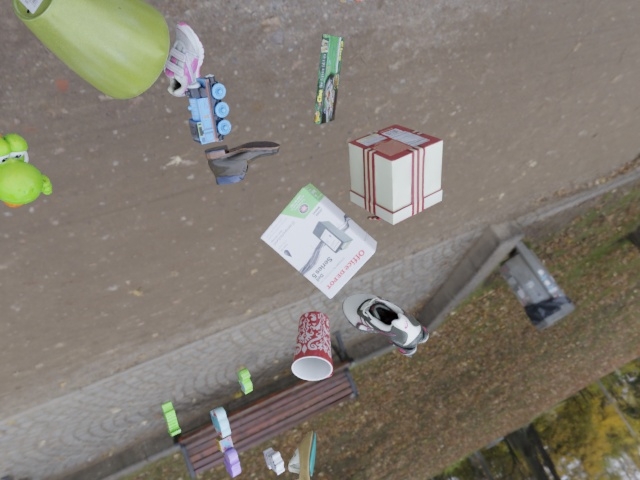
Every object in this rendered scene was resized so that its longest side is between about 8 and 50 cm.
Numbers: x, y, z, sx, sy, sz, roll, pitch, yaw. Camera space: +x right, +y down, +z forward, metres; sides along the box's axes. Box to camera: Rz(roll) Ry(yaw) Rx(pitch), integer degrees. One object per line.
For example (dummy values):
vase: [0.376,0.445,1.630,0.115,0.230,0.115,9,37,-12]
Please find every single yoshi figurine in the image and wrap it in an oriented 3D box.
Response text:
yoshi figurine: [-0.823,-0.145,1.241,0.203,0.204,0.362,35,147,-28]

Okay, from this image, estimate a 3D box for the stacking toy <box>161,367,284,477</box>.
stacking toy: [-0.172,0.365,0.869,0.167,0.221,0.052,-20,-175,-32]

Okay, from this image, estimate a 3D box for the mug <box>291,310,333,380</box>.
mug: [-0.021,0.310,1.384,0.113,0.169,0.150,-1,132,3]

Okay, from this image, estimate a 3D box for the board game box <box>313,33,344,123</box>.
board game box: [0.027,-0.506,1.510,0.136,0.030,0.260,-37,138,-60]

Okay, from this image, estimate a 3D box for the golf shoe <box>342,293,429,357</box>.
golf shoe: [0.139,0.172,1.162,0.105,0.272,0.120,-50,126,-16]

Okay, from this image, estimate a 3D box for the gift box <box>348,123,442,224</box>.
gift box: [0.245,-0.222,1.605,0.255,0.276,0.258,-22,125,-22]

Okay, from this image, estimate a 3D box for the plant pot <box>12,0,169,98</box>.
plant pot: [-0.577,-0.533,1.183,0.274,0.275,0.293,-34,166,14]

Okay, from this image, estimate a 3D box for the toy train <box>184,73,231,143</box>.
toy train: [-0.311,-0.357,1.314,0.105,0.080,0.184,-23,124,-32]

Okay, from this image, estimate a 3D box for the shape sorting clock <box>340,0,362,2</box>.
shape sorting clock: [0.055,-0.601,1.140,0.206,0.206,0.040,-2,102,-45]

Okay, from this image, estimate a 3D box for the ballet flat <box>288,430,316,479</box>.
ballet flat: [-0.049,0.569,1.156,0.073,0.232,0.080,0,129,1]

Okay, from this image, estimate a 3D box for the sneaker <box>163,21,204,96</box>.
sneaker: [-0.454,-0.579,1.573,0.111,0.103,0.252,-34,144,-38]

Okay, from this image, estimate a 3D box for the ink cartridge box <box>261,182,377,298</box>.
ink cartridge box: [0.000,0.000,1.388,0.198,0.273,0.115,-48,-178,15]

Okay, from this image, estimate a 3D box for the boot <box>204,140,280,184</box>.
boot: [-0.216,-0.223,1.380,0.219,0.082,0.106,-4,115,9]
